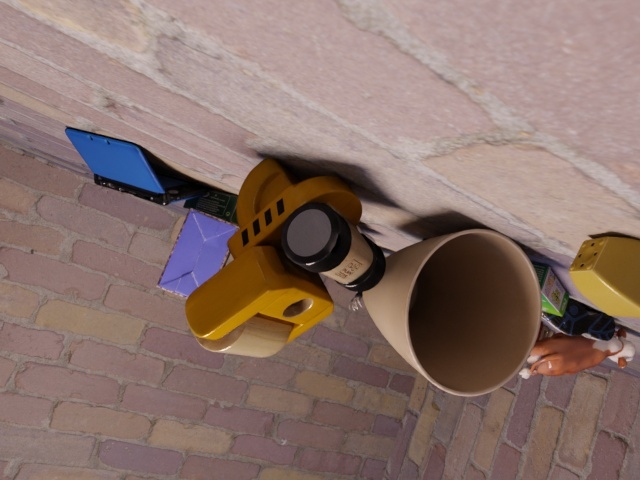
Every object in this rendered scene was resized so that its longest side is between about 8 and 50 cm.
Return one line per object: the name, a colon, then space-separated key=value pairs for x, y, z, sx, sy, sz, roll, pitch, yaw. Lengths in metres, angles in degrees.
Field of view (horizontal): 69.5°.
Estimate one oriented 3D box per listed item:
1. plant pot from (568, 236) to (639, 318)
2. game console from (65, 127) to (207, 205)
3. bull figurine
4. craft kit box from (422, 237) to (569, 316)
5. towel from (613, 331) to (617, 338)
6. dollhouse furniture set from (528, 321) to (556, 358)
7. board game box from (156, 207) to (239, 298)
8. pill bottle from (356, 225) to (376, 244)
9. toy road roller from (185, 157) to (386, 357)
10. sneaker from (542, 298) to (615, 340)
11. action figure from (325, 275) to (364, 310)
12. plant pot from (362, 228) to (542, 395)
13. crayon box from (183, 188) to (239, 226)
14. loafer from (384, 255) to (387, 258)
plant pot: x=0.358 y=0.038 z=0.560 sx=0.083 sy=0.081 sz=0.081 roll=31 pitch=173 yaw=-1
game console: x=-0.495 y=-0.214 z=1.266 sx=0.293 sy=0.173 sz=0.250 roll=17 pitch=-156 yaw=26
bull figurine: x=0.614 y=0.279 z=1.136 sx=0.310 sy=0.101 sz=0.188 roll=4 pitch=156 yaw=-26
craft kit box: x=0.364 y=0.078 z=0.966 sx=0.250 sy=0.061 sz=0.247 roll=15 pitch=174 yaw=39
towel: x=0.696 y=0.221 z=1.250 sx=0.197 sy=0.029 sz=0.144 roll=28 pitch=170 yaw=-34
dollhouse furniture set: x=0.739 y=0.369 z=1.746 sx=0.201 sy=0.152 sz=0.374 roll=15 pitch=171 yaw=39
board game box: x=-0.350 y=0.050 z=1.362 sx=0.141 sy=0.232 sz=0.291 roll=22 pitch=172 yaw=-9
pill bottle: x=0.017 y=-0.003 z=1.035 sx=0.221 sy=0.121 sz=0.121 roll=26 pitch=171 yaw=-37
toy road roller: x=-0.074 y=0.020 z=0.776 sx=0.202 sy=0.329 sz=0.240 roll=32 pitch=-158 yaw=-57
sneaker: x=0.571 y=0.182 z=1.060 sx=0.211 sy=0.080 sz=0.081 roll=23 pitch=171 yaw=-18
action figure: x=0.148 y=0.160 z=1.487 sx=0.276 sy=0.141 sz=0.164 roll=31 pitch=149 yaw=-7
plant pot: x=0.192 y=0.105 z=0.829 sx=0.257 sy=0.256 sz=0.274 roll=23 pitch=174 yaw=-20
crayon box: x=-0.242 y=-0.066 z=1.459 sx=0.203 sy=0.083 sz=0.323 roll=16 pitch=171 yaw=31
loafer: x=0.122 y=0.056 z=1.337 sx=0.268 sy=0.102 sz=0.092 roll=31 pitch=-170 yaw=36
